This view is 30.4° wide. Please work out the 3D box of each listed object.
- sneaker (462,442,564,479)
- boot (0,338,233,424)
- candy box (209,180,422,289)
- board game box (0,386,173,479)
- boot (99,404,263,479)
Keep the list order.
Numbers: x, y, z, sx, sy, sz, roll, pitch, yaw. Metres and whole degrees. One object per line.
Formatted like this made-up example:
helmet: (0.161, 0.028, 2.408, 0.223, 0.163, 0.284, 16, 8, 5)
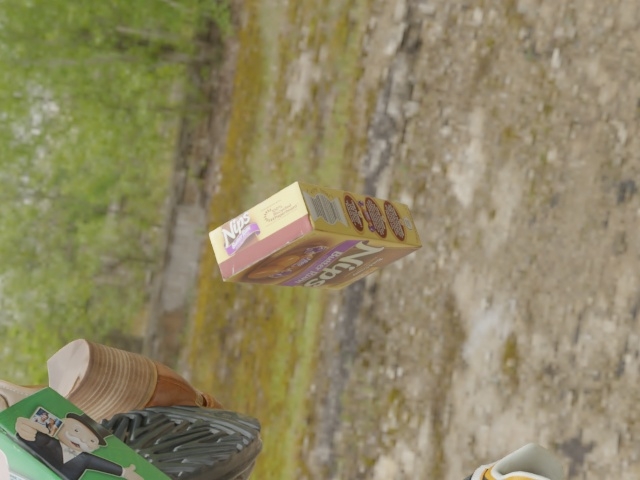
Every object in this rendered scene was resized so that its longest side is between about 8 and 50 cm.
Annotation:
sneaker: (0.159, 0.244, 0.795, 0.127, 0.126, 0.321, -47, 23, 8)
boot: (-0.235, 0.205, 1.225, 0.283, 0.220, 0.109, -35, 44, 27)
candy box: (0.000, 0.000, 1.096, 0.109, 0.187, 0.053, -29, 71, 30)
board game box: (-0.111, 0.250, 0.521, 0.317, 0.214, 0.046, -59, -10, 22)
boot: (-0.181, 0.399, 1.021, 0.367, 0.146, 0.444, -20, -65, -58)
